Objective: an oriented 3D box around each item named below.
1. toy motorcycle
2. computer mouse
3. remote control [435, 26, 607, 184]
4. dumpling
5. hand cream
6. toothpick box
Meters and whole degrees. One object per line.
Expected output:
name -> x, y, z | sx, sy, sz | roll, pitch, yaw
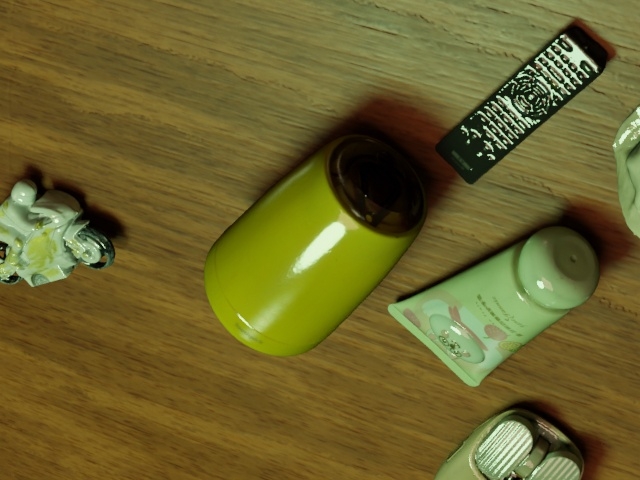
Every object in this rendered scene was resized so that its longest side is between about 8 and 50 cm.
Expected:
toy motorcycle -> -0.371, -0.011, 2.361 | 0.228, 0.074, 0.151 | -8, 119, 38
computer mouse -> 0.226, 0.301, 2.251 | 0.145, 0.082, 0.236 | 38, 137, -1
remote control -> 0.209, -0.141, 1.924 | 0.063, 0.025, 0.245 | 43, 137, -6
dumpling -> 0.365, -0.081, 1.841 | 0.150, 0.092, 0.176 | 39, 143, 17
hand cream -> 0.203, 0.073, 2.079 | 0.147, 0.093, 0.306 | 42, 146, -7
toothpick box -> 0.000, 0.000, 2.071 | 0.175, 0.175, 0.271 | 41, 133, -5
